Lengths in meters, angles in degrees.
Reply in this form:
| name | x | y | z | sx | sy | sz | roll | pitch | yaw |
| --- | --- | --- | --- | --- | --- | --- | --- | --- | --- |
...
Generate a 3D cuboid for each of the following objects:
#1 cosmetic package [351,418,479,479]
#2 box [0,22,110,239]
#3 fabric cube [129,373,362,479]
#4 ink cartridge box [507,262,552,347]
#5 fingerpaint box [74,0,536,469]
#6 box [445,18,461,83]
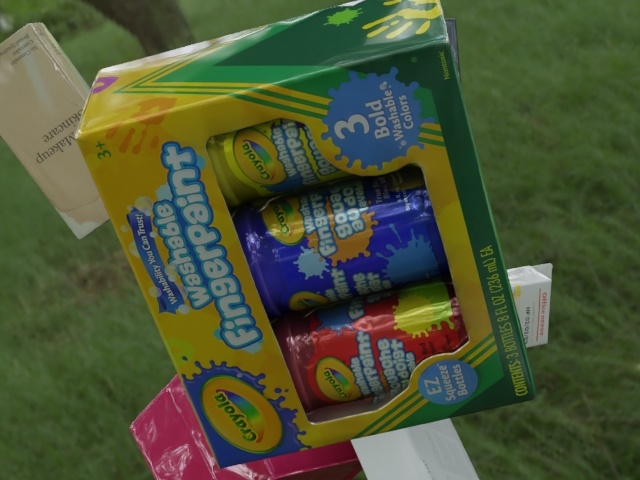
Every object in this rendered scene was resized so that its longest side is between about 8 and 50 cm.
| name | x | y | z | sx | sy | sz | roll | pitch | yaw |
| --- | --- | --- | --- | --- | --- | --- | --- | --- | --- |
| cosmetic package | 0.142 | 0.323 | 2.016 | 0.097 | 0.377 | 0.284 | -32 | -30 | 12 |
| box | -0.403 | -0.170 | 1.966 | 0.148 | 0.311 | 0.121 | -36 | 9 | 4 |
| fabric cube | -0.117 | 0.342 | 2.141 | 0.254 | 0.258 | 0.259 | -1 | -38 | -49 |
| ink cartridge box | 0.272 | 0.101 | 1.838 | 0.181 | 0.104 | 0.061 | -9 | 23 | -22 |
| fingerpaint box | 0.000 | 0.000 | 1.344 | 0.371 | 0.445 | 0.163 | -13 | 31 | 8 |
| box | 0.039 | -0.135 | 1.847 | 0.343 | 0.313 | 0.179 | -4 | -23 | 5 |
